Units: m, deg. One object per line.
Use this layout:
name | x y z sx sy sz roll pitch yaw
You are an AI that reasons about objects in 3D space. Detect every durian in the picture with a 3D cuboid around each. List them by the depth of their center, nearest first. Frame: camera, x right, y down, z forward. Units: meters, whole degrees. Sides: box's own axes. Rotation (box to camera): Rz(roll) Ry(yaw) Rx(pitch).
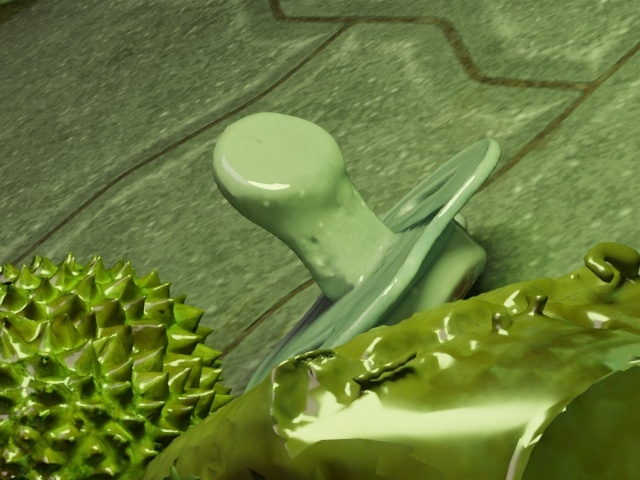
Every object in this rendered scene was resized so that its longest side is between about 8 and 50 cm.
durian | -0.176 0.137 1.239 0.291 0.224 0.291 -59 -2 -3

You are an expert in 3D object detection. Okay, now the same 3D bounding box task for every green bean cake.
green bean cake | 0.105 0.158 0.834 0.310 0.285 0.202 -21 -12 -37

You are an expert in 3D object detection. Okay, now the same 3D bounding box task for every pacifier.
pacifier | 0.000 0.000 1.292 0.227 0.207 0.279 -31 16 51
